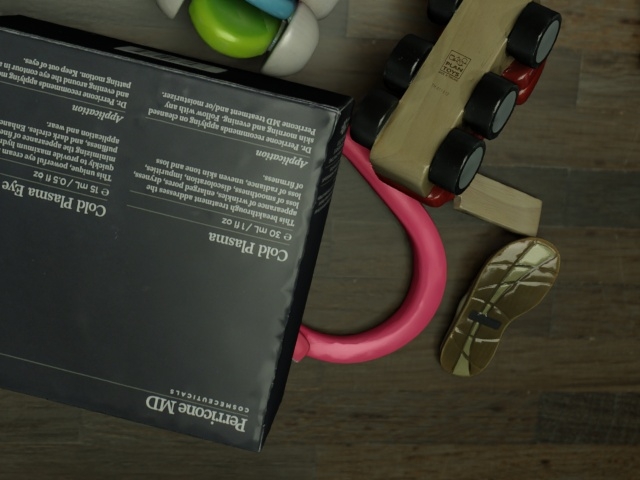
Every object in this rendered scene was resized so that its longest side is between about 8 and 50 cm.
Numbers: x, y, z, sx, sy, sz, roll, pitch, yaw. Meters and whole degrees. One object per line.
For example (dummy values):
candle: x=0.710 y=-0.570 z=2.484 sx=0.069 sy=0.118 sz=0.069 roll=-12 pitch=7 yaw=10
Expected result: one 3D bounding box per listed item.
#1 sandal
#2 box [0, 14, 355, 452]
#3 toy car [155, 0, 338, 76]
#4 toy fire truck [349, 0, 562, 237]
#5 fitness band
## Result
sandal: x=0.183 y=0.065 z=1.396 sx=0.072 sy=0.049 sz=0.180 roll=27 pitch=112 yaw=-10
box: x=-0.173 y=-0.016 z=1.203 sx=0.343 sy=0.179 sz=0.312 roll=15 pitch=101 yaw=3
toy car: x=-0.051 y=-0.252 z=1.201 sx=0.159 sy=0.136 sz=0.182 roll=31 pitch=56 yaw=-10
toy fire truck: x=0.162 y=-0.115 z=1.304 sx=0.158 sy=0.246 sz=0.217 roll=28 pitch=81 yaw=19
fitness band: x=0.000 y=0.000 z=1.345 sx=0.209 sy=0.054 sz=0.291 roll=-41 pitch=108 yaw=-1
